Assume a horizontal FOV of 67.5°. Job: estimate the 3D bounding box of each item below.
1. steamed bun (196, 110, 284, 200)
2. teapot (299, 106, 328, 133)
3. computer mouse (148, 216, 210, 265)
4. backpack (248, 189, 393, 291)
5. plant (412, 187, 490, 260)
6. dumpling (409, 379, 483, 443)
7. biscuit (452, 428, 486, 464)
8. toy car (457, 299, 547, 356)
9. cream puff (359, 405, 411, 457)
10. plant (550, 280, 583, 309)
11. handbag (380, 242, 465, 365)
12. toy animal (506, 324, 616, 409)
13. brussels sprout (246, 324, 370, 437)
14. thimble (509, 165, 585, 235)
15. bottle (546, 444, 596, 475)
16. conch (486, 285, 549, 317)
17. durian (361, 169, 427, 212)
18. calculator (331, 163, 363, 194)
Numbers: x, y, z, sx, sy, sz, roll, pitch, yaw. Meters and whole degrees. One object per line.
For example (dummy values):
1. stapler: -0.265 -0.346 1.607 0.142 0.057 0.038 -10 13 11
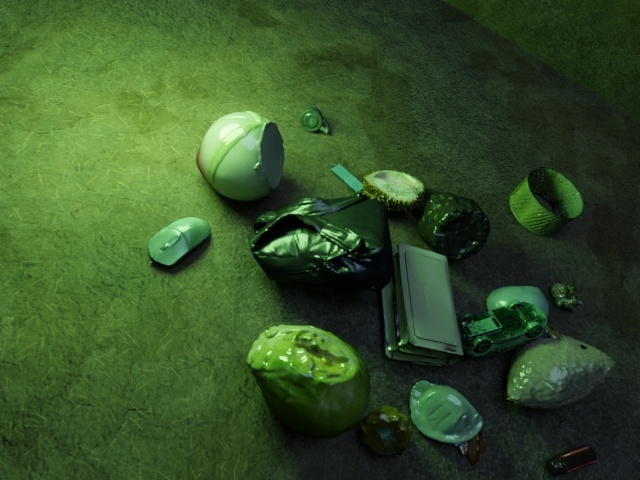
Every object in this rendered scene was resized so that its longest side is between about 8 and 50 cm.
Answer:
1. steamed bun: -0.287 -0.277 1.599 0.309 0.309 0.310 9 55 -14
2. teapot: -0.028 -0.493 1.959 0.092 0.124 0.091 -15 35 18
3. computer mouse: -0.437 -0.005 1.485 0.113 0.068 0.229 40 54 11
4. backpack: 0.000 0.000 1.502 0.445 0.255 0.363 -4 36 4
5. plant: 0.470 -0.071 1.774 0.215 0.213 0.312 12 17 -14
6. dumpling: 0.366 0.507 1.420 0.219 0.153 0.108 30 7 24
7. biscuit: 0.434 0.593 1.425 0.129 0.019 0.120 24 53 -3
8. toy car: 0.588 0.302 1.582 0.305 0.125 0.136 -14 34 -5
9. cream puff: 0.186 0.521 1.333 0.146 0.146 0.116 34 14 5
10. plant: 0.943 0.197 1.810 0.116 0.122 0.105 18 42 2
11. handbag: 0.327 0.212 1.558 0.236 0.160 0.359 12 55 -18
12. toy animal: 0.736 0.421 1.541 0.358 0.189 0.226 -16 34 -14
13. brussels sprout: -0.023 0.352 1.254 0.268 0.344 0.344 -40 76 -21
14. thimble: 0.953 -0.162 2.028 0.270 0.150 0.271 9 56 -13
15. bottle: 0.763 0.674 1.463 0.164 0.060 0.060 -6 60 -22
16. conch: 0.710 0.227 1.721 0.220 0.121 0.185 -3 29 -16
17. durian: 0.272 -0.178 1.806 0.249 0.138 0.183 4 24 -4
18. calculator: 0.118 -0.232 1.862 0.172 0.018 0.057 43 53 11
